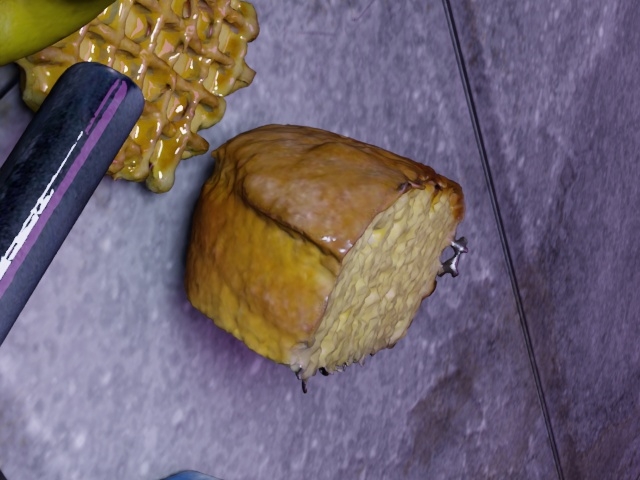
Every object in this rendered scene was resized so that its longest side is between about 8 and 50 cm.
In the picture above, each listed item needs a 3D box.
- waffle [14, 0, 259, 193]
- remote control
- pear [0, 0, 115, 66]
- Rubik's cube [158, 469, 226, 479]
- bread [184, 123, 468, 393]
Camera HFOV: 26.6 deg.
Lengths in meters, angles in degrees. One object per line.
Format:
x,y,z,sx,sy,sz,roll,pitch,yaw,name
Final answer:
-0.095,-0.118,0.709,0.191,0.038,0.191,-26,123,-51,waffle
-0.188,0.094,0.561,0.044,0.107,0.378,32,76,-10,remote control
-0.146,-0.157,0.481,0.198,0.198,0.198,-25,121,-51,pear
-0.059,0.293,0.702,0.259,0.256,0.253,-14,110,-56,Rubik's cube
-0.006,-0.004,0.796,0.129,0.134,0.260,-65,162,7,bread
